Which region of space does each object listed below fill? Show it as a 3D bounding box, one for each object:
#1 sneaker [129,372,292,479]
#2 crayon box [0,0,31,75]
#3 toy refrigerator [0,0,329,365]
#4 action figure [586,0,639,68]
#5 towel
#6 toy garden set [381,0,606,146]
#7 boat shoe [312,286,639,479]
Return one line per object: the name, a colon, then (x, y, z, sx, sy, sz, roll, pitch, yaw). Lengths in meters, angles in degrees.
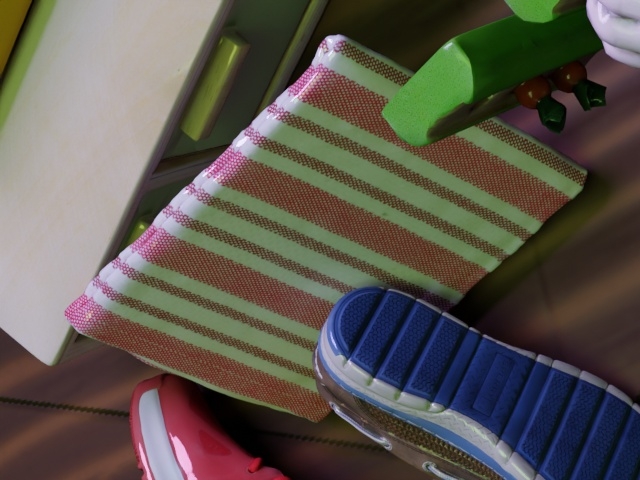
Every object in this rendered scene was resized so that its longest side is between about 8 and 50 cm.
sneaker: (0.004, 0.141, 0.851, 0.128, 0.087, 0.221, -29, 73, 3)
crayon box: (-0.180, -0.187, 0.804, 0.323, 0.083, 0.203, -63, 37, 26)
toy refrigerator: (-0.071, -0.079, 0.810, 0.094, 0.102, 0.269, 37, 117, 17)
action figure: (0.252, -0.011, 0.481, 0.248, 0.370, 0.275, -33, 58, 11)
towel: (0.000, 0.000, 0.778, 0.197, 0.144, 0.029, -44, 39, 29)
toy garden set: (0.161, -0.121, 0.620, 0.049, 0.204, 0.244, 54, 131, 10)
boat shoe: (0.080, 0.085, 0.786, 0.183, 0.066, 0.066, 33, 147, 5)
